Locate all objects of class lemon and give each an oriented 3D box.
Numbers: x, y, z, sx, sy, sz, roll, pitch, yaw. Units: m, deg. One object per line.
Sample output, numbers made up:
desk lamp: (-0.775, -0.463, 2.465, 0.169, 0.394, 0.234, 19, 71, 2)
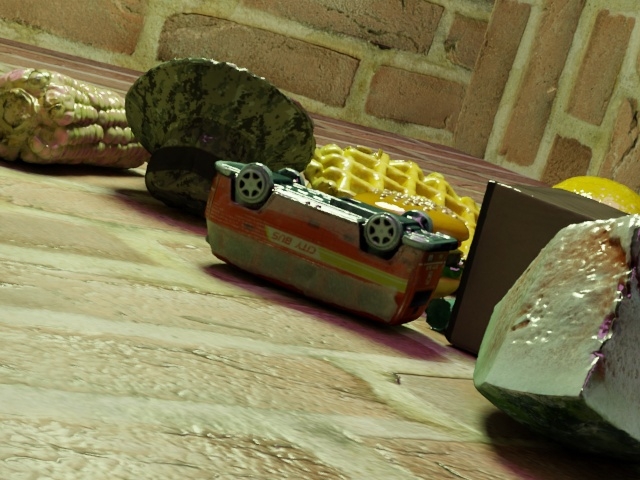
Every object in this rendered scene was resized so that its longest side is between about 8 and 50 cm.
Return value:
lemon: (0.364, 0.010, 2.087, 0.187, 0.186, 0.244, 9, 18, -42)

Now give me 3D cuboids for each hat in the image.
hat: (-0.141, -0.095, 1.931, 0.266, 0.128, 0.265, 14, -29, 8)

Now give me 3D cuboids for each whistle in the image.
whistle: (0.189, 0.087, 1.741, 0.186, 0.039, 0.039, 9, 12, -45)

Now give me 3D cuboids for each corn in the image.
corn: (-0.317, -0.152, 2.046, 0.127, 0.126, 0.335, 20, 6, 20)

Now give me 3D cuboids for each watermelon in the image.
watermelon: (0.253, 0.073, 1.357, 0.320, 0.213, 0.289, 0, 13, -26)

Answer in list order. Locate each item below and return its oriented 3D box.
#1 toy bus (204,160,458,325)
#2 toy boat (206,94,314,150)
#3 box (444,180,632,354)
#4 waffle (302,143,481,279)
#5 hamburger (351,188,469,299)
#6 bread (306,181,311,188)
toy bus: (0.000, 0.000, 1.646, 0.265, 0.119, 0.121, 20, 9, 20)
toy boat: (-0.143, -0.129, 2.117, 0.206, 0.096, 0.282, 11, -17, -22)
box: (0.288, 0.062, 1.601, 0.252, 0.188, 0.153, 20, 9, 34)
waffle: (0.123, -0.029, 2.040, 0.312, 0.060, 0.307, 10, 30, -35)
hamburger: (0.097, 0.005, 1.827, 0.162, 0.115, 0.162, 17, 7, -2)
bread: (0.029, -0.041, 2.163, 0.122, 0.073, 0.149, 12, 14, -6)
